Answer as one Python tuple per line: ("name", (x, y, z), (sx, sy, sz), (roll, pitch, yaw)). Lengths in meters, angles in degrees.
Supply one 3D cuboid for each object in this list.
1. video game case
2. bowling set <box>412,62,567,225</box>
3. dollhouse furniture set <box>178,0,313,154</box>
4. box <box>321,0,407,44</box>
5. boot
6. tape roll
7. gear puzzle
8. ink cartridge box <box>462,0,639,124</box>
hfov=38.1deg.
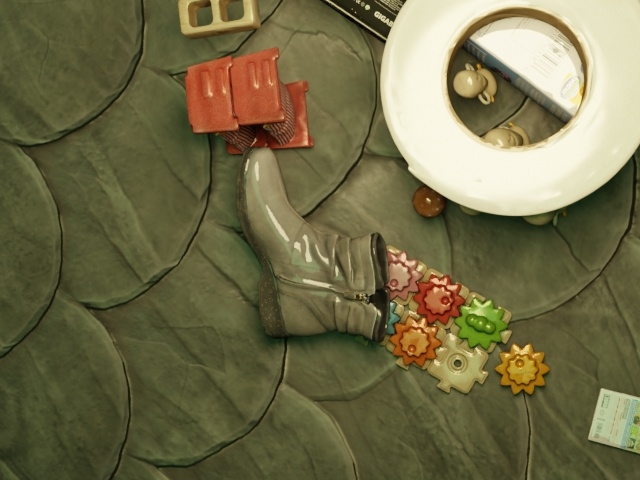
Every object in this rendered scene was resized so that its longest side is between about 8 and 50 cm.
("video game case", (0.501, 0.295, 1.492), (0.122, 0.011, 0.087), (14, 95, 10))
("bowling set", (0.242, -0.121, 1.474), (0.200, 0.154, 0.287), (-27, 86, 29))
("dollhouse furniture set", (-0.124, -0.338, 1.498), (0.152, 0.201, 0.374), (-7, 85, 12))
("box", (0.067, -0.485, 1.440), (0.322, 0.079, 0.257), (29, 97, -19))
("boot", (0.000, 0.000, 1.499), (0.223, 0.118, 0.338), (-5, 107, 27))
("tape roll", (0.278, -0.227, 1.327), (0.392, 0.072, 0.392), (0, 91, 11))
("gear puzzle", (0.214, 0.159, 1.525), (0.339, 0.044, 0.175), (29, 98, 8))
("ink cartridge box", (0.399, -0.331, 1.408), (0.395, 0.151, 0.270), (39, 99, 10))
